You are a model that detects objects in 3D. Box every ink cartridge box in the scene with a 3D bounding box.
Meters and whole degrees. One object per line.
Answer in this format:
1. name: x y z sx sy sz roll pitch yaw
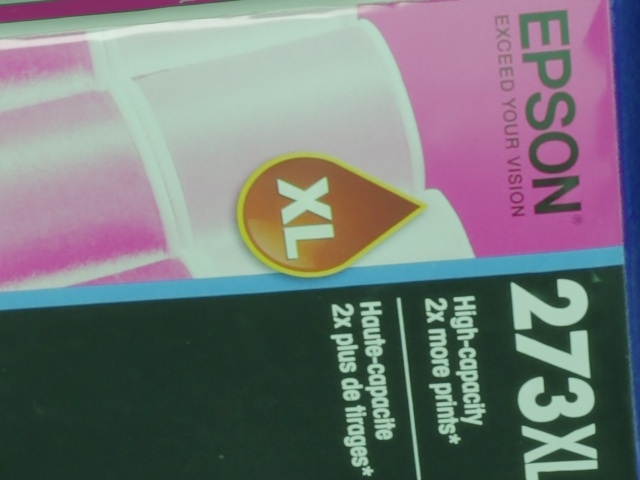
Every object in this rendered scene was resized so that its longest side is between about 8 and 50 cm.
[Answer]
1. ink cartridge box: 0.000 0.000 0.605 0.371 0.069 0.175 -6 111 5
